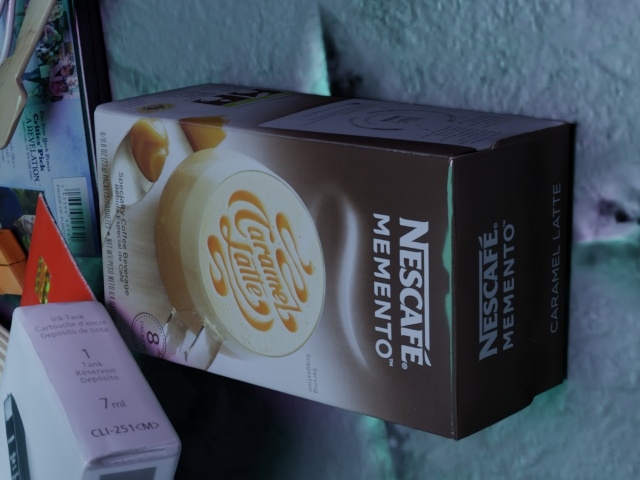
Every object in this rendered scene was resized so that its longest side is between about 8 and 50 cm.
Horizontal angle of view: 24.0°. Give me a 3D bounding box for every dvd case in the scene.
[{"bbox_3d":[-0.231,-0.078,1.028,0.253,0.022,0.180,0,99,42],"label":"dvd case"}]

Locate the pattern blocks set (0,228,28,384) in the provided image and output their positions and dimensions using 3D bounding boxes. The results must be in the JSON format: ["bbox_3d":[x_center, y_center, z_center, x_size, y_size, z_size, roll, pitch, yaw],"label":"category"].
[{"bbox_3d":[-0.252,0.113,1.069,0.325,0.026,0.285,26,121,33],"label":"pattern blocks set"}]

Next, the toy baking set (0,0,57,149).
[{"bbox_3d":[-0.192,-0.197,0.945,0.197,0.030,0.256,-35,67,39],"label":"toy baking set"}]

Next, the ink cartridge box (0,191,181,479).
[{"bbox_3d":[-0.173,0.147,0.891,0.239,0.060,0.275,52,137,44],"label":"ink cartridge box"}]

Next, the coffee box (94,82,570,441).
[{"bbox_3d":[0.000,0.000,0.791,0.246,0.098,0.141,10,108,40],"label":"coffee box"}]
